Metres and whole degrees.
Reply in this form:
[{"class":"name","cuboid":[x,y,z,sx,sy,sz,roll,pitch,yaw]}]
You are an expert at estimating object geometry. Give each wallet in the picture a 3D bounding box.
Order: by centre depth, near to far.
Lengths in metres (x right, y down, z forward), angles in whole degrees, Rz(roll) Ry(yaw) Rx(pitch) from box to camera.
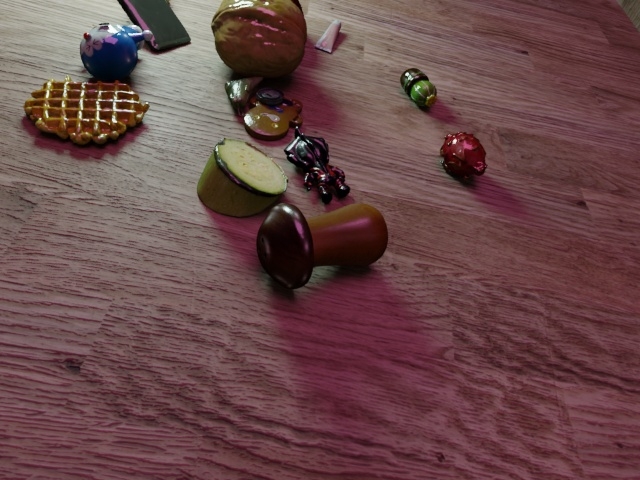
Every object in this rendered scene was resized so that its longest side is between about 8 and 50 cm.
[{"class":"wallet","cuboid":[-0.567,-0.756,1.762,0.169,0.052,0.245,-35,91,-39]}]

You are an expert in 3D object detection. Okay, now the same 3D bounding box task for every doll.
[{"class":"doll","cuboid":[-0.017,-0.213,1.450,0.127,0.088,0.248,-10,59,-49]},{"class":"doll","cuboid":[-0.621,-0.589,1.567,0.215,0.161,0.256,-17,38,6]}]

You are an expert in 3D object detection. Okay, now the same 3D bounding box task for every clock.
[{"class":"clock","cuboid":[-0.156,-0.449,1.616,0.085,0.017,0.085,5,41,-4]}]

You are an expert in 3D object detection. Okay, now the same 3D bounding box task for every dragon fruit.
[{"class":"dragon fruit","cuboid":[0.441,-0.255,1.585,0.136,0.133,0.166,-44,62,6]}]

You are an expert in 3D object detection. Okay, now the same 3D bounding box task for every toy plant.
[{"class":"toy plant","cuboid":[0.351,-0.536,1.831,0.093,0.092,0.162,-11,52,-24]}]

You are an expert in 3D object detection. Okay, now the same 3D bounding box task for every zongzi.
[{"class":"zongzi","cuboid":[-0.217,-0.451,1.594,0.131,0.062,0.154,-18,47,-9]}]

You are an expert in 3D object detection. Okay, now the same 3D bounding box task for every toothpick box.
[{"class":"toothpick box","cuboid":[0.000,0.000,1.192,0.295,0.192,0.192,-10,52,-30]}]

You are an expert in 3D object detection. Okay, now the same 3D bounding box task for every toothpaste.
[{"class":"toothpaste","cuboid":[0.038,-0.790,2.013,0.067,0.043,0.194,22,53,1]}]

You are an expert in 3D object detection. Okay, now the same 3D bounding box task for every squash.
[{"class":"squash","cuboid":[-0.195,-0.155,1.349,0.220,0.133,0.220,20,36,-16]}]

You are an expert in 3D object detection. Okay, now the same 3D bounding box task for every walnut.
[{"class":"walnut","cuboid":[-0.199,-0.668,1.685,0.313,0.277,0.252,11,16,0]}]

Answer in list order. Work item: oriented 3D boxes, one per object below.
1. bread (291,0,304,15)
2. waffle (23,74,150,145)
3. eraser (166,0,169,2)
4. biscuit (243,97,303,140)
[{"class":"bread","cuboid":[-0.135,-0.830,1.874,0.135,0.232,0.246,-12,38,9]},{"class":"waffle","cuboid":[-0.641,-0.370,1.431,0.301,0.058,0.281,16,46,0]},{"class":"eraser","cuboid":[-0.615,-0.901,1.877,0.058,0.117,0.172,31,48,7]},{"class":"biscuit","cuboid":[-0.145,-0.386,1.599,0.180,0.039,0.236,23,49,4]}]
